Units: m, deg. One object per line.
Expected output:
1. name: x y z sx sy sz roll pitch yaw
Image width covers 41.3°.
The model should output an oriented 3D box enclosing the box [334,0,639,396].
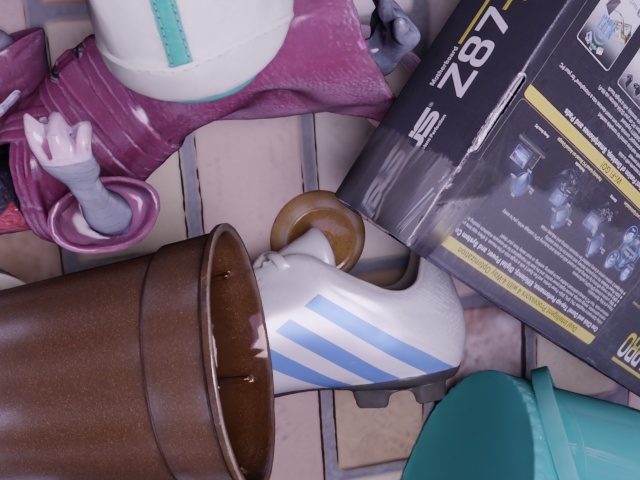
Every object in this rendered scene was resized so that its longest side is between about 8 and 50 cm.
1. box: 0.241 -0.069 0.650 0.394 0.097 0.318 29 94 -41

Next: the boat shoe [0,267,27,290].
1. boat shoe: -0.314 0.148 0.625 0.116 0.096 0.324 27 98 -31

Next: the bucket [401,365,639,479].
1. bucket: 0.188 0.245 0.698 0.183 0.281 0.281 20 98 -13

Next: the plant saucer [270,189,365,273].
1. plant saucer: 0.000 0.000 0.714 0.083 0.015 0.084 -4 105 -14

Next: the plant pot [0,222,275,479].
1. plant pot: -0.126 0.082 0.533 0.165 0.167 0.167 -8 107 6

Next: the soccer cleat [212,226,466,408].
1. soccer cleat: -0.050 0.066 0.671 0.331 0.116 0.143 -7 94 -9

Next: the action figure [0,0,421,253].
1. action figure: -0.136 -0.105 0.600 0.370 0.248 0.275 -38 153 10

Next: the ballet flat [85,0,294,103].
1. ballet flat: -0.087 -0.263 0.447 0.139 0.139 0.401 -3 64 -14
